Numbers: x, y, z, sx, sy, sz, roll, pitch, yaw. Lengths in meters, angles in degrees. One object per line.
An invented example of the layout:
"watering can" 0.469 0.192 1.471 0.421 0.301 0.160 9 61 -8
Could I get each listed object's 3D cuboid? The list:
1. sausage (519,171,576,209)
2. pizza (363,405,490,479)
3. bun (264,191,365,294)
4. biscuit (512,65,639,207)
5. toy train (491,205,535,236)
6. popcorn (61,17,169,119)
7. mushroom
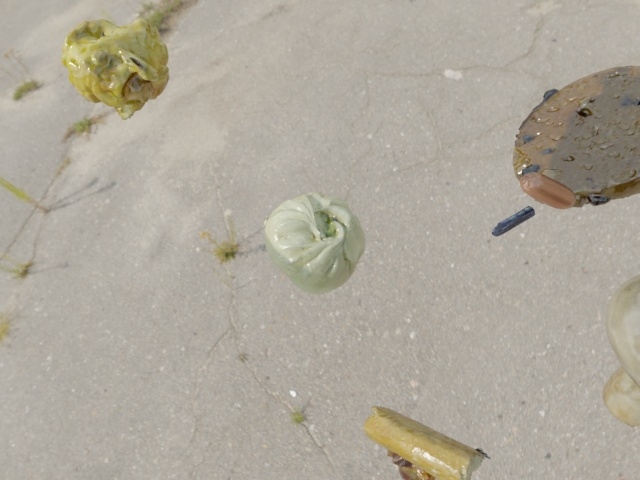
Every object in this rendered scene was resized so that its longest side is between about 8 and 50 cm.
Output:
"sausage" 0.301 -0.065 0.639 0.034 0.083 0.034 -48 32 44
"pizza" 0.143 0.276 0.598 0.154 0.194 0.069 6 61 45
"bun" 0.000 0.000 1.115 0.160 0.259 0.259 -19 41 57
"biscuit" 0.465 -0.171 0.810 0.295 0.075 0.296 -30 38 27
"toy train" 0.325 -0.032 0.815 0.083 0.017 0.017 -28 42 -11
"popcorn" -0.167 -0.138 0.407 0.084 0.084 0.084 -11 54 15
"mushroom" 0.450 0.138 0.597 0.206 0.209 0.207 -3 65 7
